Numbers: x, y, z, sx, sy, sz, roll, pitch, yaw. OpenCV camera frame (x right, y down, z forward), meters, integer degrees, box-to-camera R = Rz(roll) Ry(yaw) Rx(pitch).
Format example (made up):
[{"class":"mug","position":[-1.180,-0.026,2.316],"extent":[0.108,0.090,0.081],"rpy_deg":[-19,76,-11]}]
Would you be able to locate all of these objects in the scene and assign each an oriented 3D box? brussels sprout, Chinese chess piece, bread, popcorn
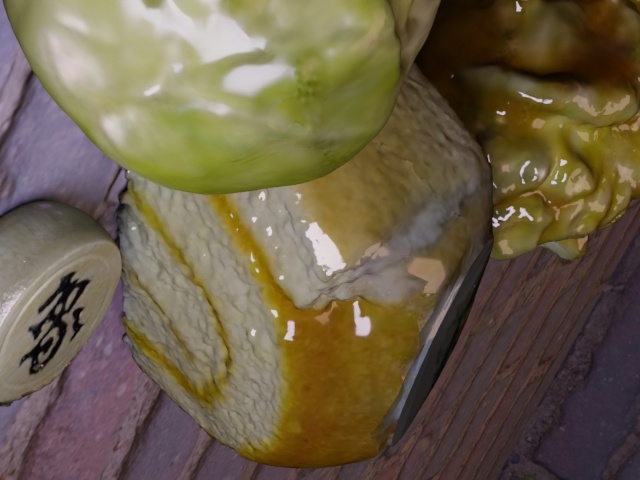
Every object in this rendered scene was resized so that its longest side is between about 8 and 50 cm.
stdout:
[{"class":"brussels sprout","position":[-0.036,-0.162,0.770],"extent":[0.273,0.242,0.316],"rpy_deg":[-38,163,-38]},{"class":"Chinese chess piece","position":[-0.199,0.042,0.993],"extent":[0.144,0.058,0.144],"rpy_deg":[-48,161,-23]},{"class":"bread","position":[0.004,-0.003,1.128],"extent":[0.239,0.264,0.395],"rpy_deg":[-39,157,-33]},{"class":"popcorn","position":[0.193,-0.129,1.365],"extent":[0.335,0.279,0.274],"rpy_deg":[-44,117,-32]}]
